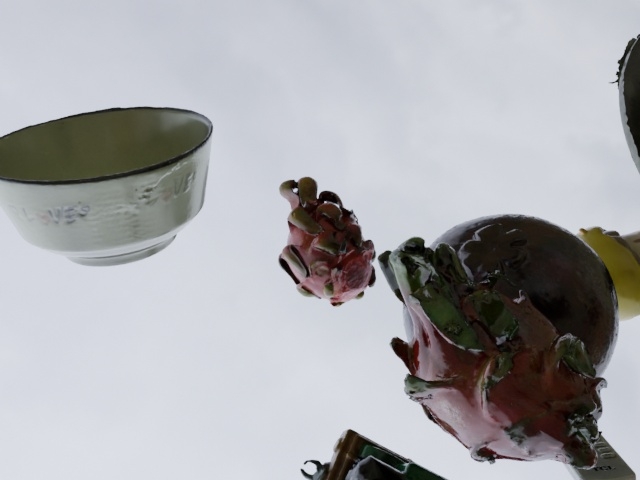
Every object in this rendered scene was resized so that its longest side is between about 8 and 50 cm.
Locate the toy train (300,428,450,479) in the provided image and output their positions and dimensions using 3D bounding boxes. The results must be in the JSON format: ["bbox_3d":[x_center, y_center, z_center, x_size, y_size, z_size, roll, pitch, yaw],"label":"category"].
[{"bbox_3d":[0.171,0.452,0.933,0.429,0.249,0.178,27,-117,-1],"label":"toy train"}]

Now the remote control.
[{"bbox_3d":[0.439,0.351,0.970,0.088,0.029,0.190,-7,-170,4],"label":"remote control"}]

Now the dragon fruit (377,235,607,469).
[{"bbox_3d":[0.177,0.116,0.619,0.198,0.200,0.269,-38,-68,-34],"label":"dragon fruit"}]

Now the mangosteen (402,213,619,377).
[{"bbox_3d":[0.286,0.129,0.896,0.306,0.359,0.306,-12,-135,12],"label":"mangosteen"}]

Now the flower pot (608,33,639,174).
[{"bbox_3d":[0.349,-0.099,0.297,0.291,0.259,0.290,7,-120,-12],"label":"flower pot"}]

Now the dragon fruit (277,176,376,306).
[{"bbox_3d":[0.016,0.002,1.416,0.243,0.307,0.227,6,-178,28],"label":"dragon fruit"}]

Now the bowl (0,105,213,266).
[{"bbox_3d":[-0.229,-0.055,0.637,0.238,0.126,0.237,-2,-153,1],"label":"bowl"}]

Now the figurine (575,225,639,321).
[{"bbox_3d":[0.618,0.040,1.068,0.215,0.344,0.187,-23,-81,-67],"label":"figurine"}]
